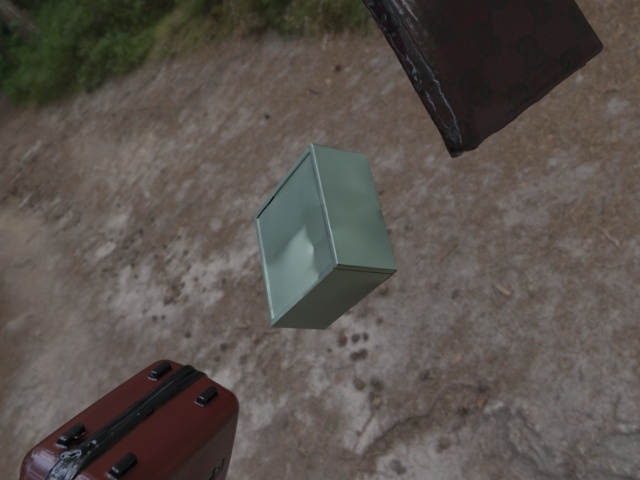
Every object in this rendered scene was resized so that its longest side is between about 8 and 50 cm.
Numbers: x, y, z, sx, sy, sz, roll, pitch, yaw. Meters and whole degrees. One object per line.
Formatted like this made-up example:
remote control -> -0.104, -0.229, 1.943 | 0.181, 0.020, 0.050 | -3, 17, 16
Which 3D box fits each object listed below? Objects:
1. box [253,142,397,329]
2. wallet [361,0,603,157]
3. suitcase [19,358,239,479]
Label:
box -> 0.000, 0.000, 1.136 | 0.225, 0.117, 0.225 | -45, 47, 46
wallet -> 0.128, -0.215, 0.600 | 0.182, 0.229, 0.049 | -36, 10, -12
suitcase -> -0.249, 0.319, 0.909 | 0.297, 0.161, 0.236 | -36, -36, -60
